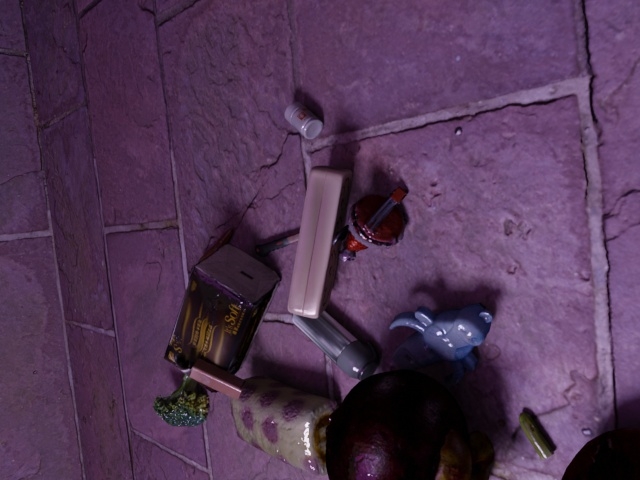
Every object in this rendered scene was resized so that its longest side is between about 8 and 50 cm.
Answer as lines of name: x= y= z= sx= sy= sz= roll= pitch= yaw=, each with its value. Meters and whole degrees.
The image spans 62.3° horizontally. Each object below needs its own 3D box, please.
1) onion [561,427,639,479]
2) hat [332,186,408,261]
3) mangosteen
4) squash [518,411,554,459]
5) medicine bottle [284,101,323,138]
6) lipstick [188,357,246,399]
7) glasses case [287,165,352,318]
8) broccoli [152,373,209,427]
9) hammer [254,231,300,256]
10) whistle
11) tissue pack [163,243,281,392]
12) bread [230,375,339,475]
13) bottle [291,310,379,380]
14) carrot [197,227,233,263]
onion: x=0.458 y=0.400 z=0.739 sx=0.273 sy=0.285 sz=0.273 roll=-25 pitch=56 yaw=44
hat: x=0.096 y=-0.018 z=1.175 sx=0.227 sy=0.129 sz=0.140 roll=-49 pitch=19 yaw=57
mangosteen: x=0.178 y=0.413 z=1.010 sx=0.347 sy=0.307 sz=0.306 roll=15 pitch=108 yaw=28
squash: x=0.391 y=0.355 z=0.968 sx=0.027 sy=0.027 sz=0.083 roll=-48 pitch=64 yaw=39
medicine bottle: x=-0.041 y=-0.292 z=1.286 sx=0.089 sy=0.057 sz=0.057 roll=47 pitch=127 yaw=31
lipstick: x=-0.275 y=0.372 z=1.418 sx=0.145 sy=0.045 sz=0.045 roll=25 pitch=121 yaw=2
glasses case: x=0.000 y=0.000 z=1.206 sx=0.076 sy=0.144 sz=0.336 roll=12 pitch=103 yaw=10
broccoli: x=-0.465 y=0.538 z=1.806 sx=0.220 sy=0.194 sz=0.194 roll=148 pitch=108 yaw=-68
hammer: x=-0.082 y=-0.001 z=1.394 sx=0.288 sy=0.033 sz=0.111 roll=-20 pitch=83 yaw=46
whistle: x=0.239 y=0.199 z=1.053 sx=0.180 sy=0.093 sz=0.269 roll=45 pitch=132 yaw=0
tissue pack: x=-0.270 y=0.215 z=1.490 sx=0.210 sy=0.198 sz=0.370 roll=32 pitch=120 yaw=14
bread: x=-0.097 y=0.482 z=1.400 sx=0.338 sy=0.155 sz=0.187 roll=0 pitch=99 yaw=47
bottle: x=0.036 y=0.234 z=1.284 sx=0.096 sy=0.079 sz=0.254 roll=-48 pitch=53 yaw=-5
carrot: x=-0.324 y=0.030 z=1.647 sx=0.216 sy=0.048 sz=0.048 roll=-46 pitch=64 yaw=35
